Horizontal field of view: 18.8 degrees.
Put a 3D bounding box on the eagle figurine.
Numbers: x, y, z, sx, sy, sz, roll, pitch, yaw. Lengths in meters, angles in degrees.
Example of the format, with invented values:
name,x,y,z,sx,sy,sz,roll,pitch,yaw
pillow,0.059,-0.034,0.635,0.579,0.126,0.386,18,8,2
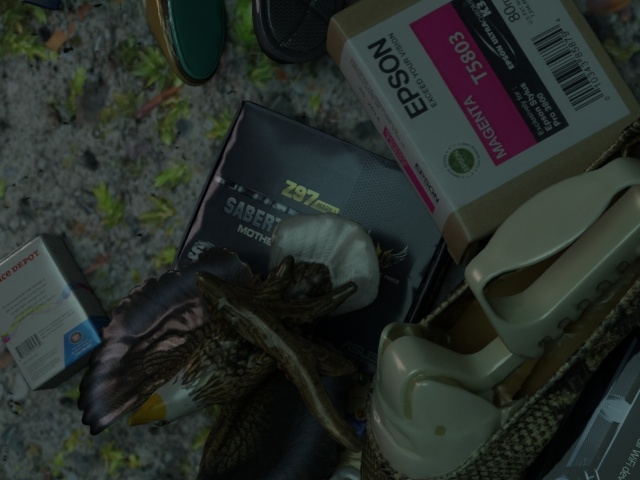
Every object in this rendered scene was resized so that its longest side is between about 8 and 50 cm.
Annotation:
name,x,y,z,sx,sy,sz,roll,pitch,yaw
eagle figurine,-0.080,0.115,1.666,0.225,0.298,0.226,3,68,-14

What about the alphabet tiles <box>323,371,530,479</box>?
name,x,y,z,sx,sy,sz,roll,pitch,yaw
alphabet tiles,0.075,0.260,1.734,0.285,0.011,0.343,5,90,18

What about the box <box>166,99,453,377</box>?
name,x,y,z,sx,sy,sz,roll,pitch,yaw
box,0.000,0.000,1.736,0.232,0.059,0.183,25,92,18

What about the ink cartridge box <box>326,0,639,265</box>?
name,x,y,z,sx,sy,sz,roll,pitch,yaw
ink cartridge box,0.145,-0.128,1.649,0.193,0.088,0.235,-30,79,-8

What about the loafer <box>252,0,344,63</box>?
name,x,y,z,sx,sy,sz,roll,pitch,yaw
loafer,-0.020,-0.308,1.741,0.109,0.095,0.303,8,88,-16

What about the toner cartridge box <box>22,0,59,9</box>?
name,x,y,z,sx,sy,sz,roll,pitch,yaw
toner cartridge box,-0.399,-0.348,1.876,0.347,0.075,0.165,17,95,18

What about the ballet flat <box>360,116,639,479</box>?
name,x,y,z,sx,sy,sz,roll,pitch,yaw
ballet flat,0.156,0.063,1.550,0.483,0.182,0.164,-48,55,17

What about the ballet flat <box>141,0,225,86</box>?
name,x,y,z,sx,sy,sz,roll,pitch,yaw
ballet flat,-0.135,-0.254,1.797,0.073,0.080,0.232,-8,83,46

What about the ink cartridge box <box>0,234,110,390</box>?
name,x,y,z,sx,sy,sz,roll,pitch,yaw
ink cartridge box,-0.260,0.068,1.829,0.088,0.052,0.122,-34,80,14

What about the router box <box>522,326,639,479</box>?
name,x,y,z,sx,sy,sz,roll,pitch,yaw
router box,0.321,0.178,1.611,0.243,0.081,0.309,29,95,16
